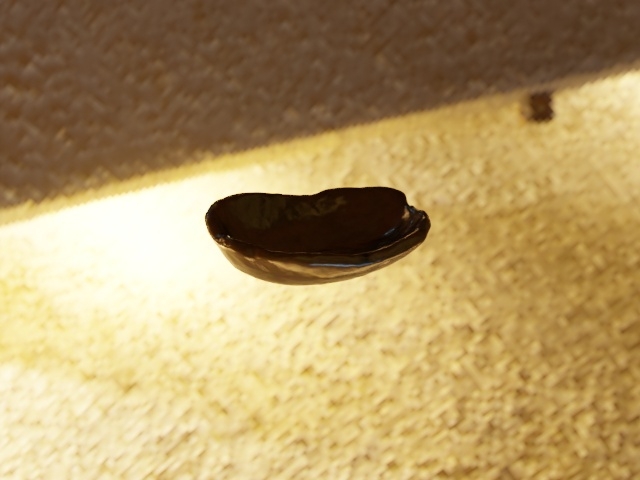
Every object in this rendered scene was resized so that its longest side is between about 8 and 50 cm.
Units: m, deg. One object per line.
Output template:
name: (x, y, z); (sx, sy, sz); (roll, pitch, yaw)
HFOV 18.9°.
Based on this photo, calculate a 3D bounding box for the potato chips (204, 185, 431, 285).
potato chips: (0.000, 0.001, 1.729); (0.195, 0.062, 0.208); (9, -160, 20)
